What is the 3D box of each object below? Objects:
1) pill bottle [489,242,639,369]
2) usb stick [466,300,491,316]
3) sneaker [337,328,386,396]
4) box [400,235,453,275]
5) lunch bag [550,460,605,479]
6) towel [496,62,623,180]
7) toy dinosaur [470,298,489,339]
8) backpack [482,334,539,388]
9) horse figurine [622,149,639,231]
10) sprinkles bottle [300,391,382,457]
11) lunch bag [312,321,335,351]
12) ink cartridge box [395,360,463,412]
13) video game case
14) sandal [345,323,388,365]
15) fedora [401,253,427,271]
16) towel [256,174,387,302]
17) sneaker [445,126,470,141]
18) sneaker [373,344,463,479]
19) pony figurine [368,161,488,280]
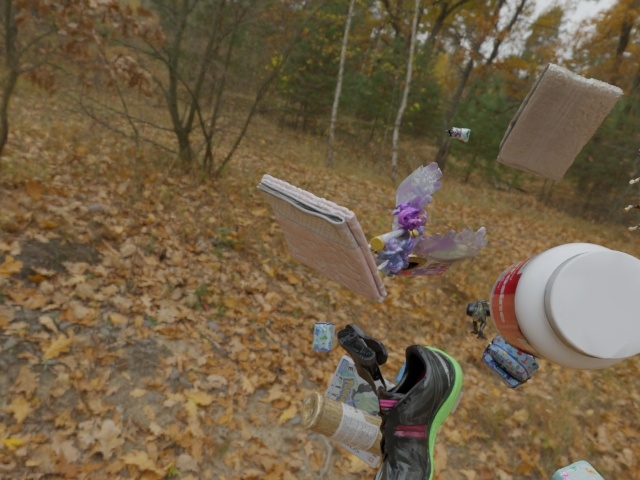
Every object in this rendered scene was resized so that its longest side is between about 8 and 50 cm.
[{"bbox_3d":[0.479,0.127,1.010,0.229,0.228,0.407,19,-5,10],"label":"pill bottle"},{"bbox_3d":[0.704,0.260,1.994,0.278,0.045,0.077,-7,33,32],"label":"usb stick"},{"bbox_3d":[0.095,0.283,1.223,0.051,0.089,0.170,-24,29,-19],"label":"sneaker"},{"bbox_3d":[0.465,0.069,2.185,0.293,0.201,0.057,4,48,-39],"label":"box"},{"bbox_3d":[0.875,0.841,1.658,0.262,0.160,0.223,35,12,-41],"label":"lunch bag"},{"bbox_3d":[0.575,-0.281,1.277,0.187,0.282,0.049,19,46,-1],"label":"towel"},{"bbox_3d":[0.568,0.287,1.856,0.064,0.118,0.268,1,6,20],"label":"toy dinosaur"},{"bbox_3d":[0.573,0.361,1.566,0.158,0.117,0.173,45,-5,21],"label":"backpack"},{"bbox_3d":[0.937,-0.137,1.477,0.175,0.263,0.066,-13,25,-29],"label":"horse figurine"},{"bbox_3d":[0.113,0.596,1.646,0.356,0.121,0.121,27,12,-19],"label":"sprinkles bottle"},{"bbox_3d":[0.022,0.436,2.337,0.096,0.128,0.151,2,-11,18],"label":"lunch bag"},{"bbox_3d":[0.367,0.493,1.742,0.191,0.082,0.139,25,-11,33],"label":"ink cartridge box"},{"bbox_3d":[0.150,0.660,2.006,0.300,0.328,0.036,28,12,21],"label":"video game case"},{"bbox_3d":[0.166,0.408,1.996,0.055,0.097,0.254,-9,21,-32],"label":"sandal"},{"bbox_3d":[0.290,0.060,1.875,0.195,0.079,0.194,-4,-16,-1],"label":"fedora"},{"bbox_3d":[0.000,0.000,1.320,0.332,0.053,0.317,27,-26,40],"label":"towel"},{"bbox_3d":[0.400,-0.314,1.518,0.069,0.038,0.098,13,5,19],"label":"sneaker"},{"bbox_3d":[0.211,0.492,1.369,0.202,0.482,0.185,36,-32,-13],"label":"sneaker"},{"bbox_3d":[0.245,-0.013,1.504,0.363,0.351,0.302,-31,90,-43],"label":"pony figurine"}]
